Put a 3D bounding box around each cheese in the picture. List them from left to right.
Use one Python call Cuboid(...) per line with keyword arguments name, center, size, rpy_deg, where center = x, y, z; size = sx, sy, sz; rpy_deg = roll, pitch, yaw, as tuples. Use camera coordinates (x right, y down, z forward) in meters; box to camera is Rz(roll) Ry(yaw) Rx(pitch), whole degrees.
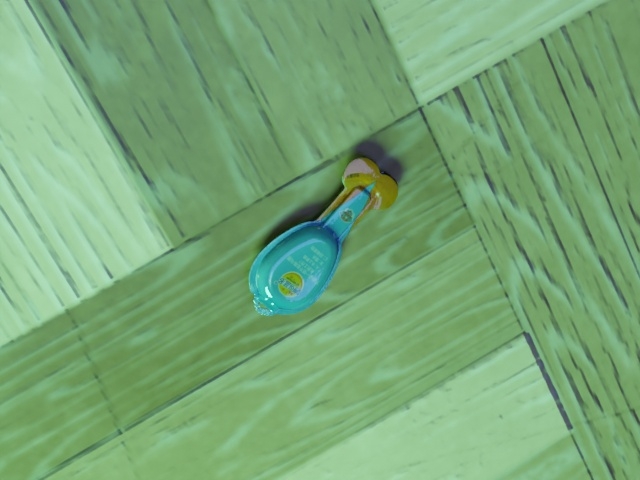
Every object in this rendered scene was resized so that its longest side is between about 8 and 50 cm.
Cuboid(name="cheese", center=(0.000, 0.000, 0.753), size=(0.047, 0.017, 0.111), rpy_deg=(41, 93, -27))
